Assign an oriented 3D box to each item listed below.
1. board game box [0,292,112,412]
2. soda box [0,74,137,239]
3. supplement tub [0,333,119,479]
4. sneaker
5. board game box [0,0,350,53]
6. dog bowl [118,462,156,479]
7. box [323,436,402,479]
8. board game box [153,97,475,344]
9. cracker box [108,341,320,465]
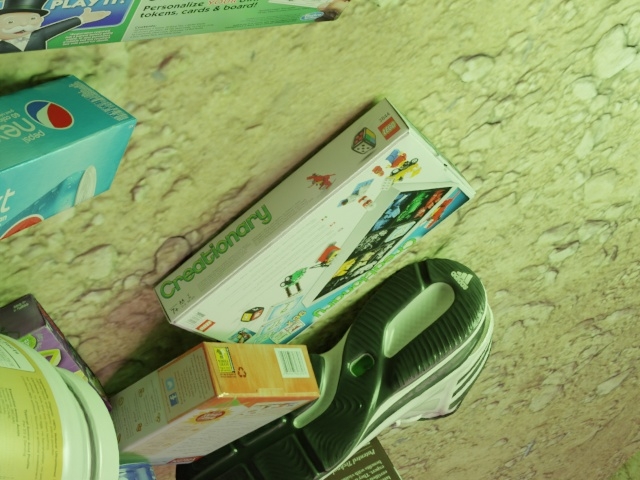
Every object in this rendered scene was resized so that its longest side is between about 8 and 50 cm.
[{"bbox_3d":[-0.394,0.194,1.073,0.347,0.056,0.208,-28,153,-8],"label":"board game box"},{"bbox_3d":[-0.221,-0.050,0.765,0.210,0.067,0.071,-35,157,-57],"label":"soda box"},{"bbox_3d":[-0.327,0.171,0.840,0.228,0.228,0.316,-41,151,14],"label":"supplement tub"},{"bbox_3d":[0.046,0.229,1.402,0.447,0.169,0.257,-36,148,0],"label":"sneaker"},{"bbox_3d":[-0.082,-0.204,0.718,0.317,0.046,0.213,-12,163,-31],"label":"board game box"},{"bbox_3d":[-0.300,0.325,1.198,0.265,0.104,0.265,-15,166,-4],"label":"dog bowl"},{"bbox_3d":[0.024,0.370,1.553,0.167,0.203,0.168,-25,149,-13],"label":"box"},{"bbox_3d":[0.000,0.000,1.144,0.305,0.053,0.193,-39,150,11],"label":"board game box"},{"bbox_3d":[-0.138,0.184,1.212,0.232,0.067,0.156,-32,155,34],"label":"cracker box"}]
